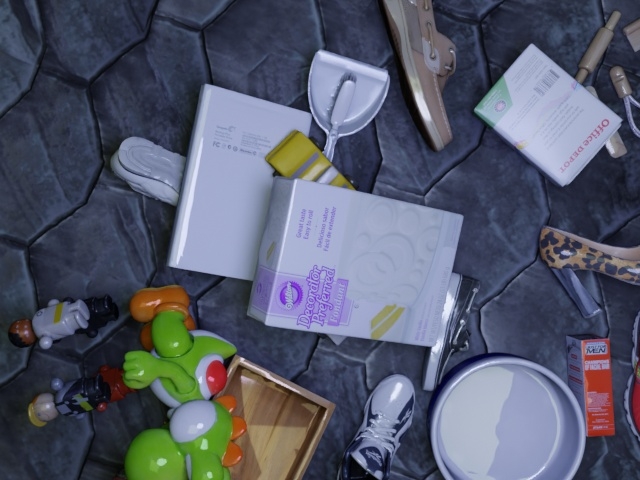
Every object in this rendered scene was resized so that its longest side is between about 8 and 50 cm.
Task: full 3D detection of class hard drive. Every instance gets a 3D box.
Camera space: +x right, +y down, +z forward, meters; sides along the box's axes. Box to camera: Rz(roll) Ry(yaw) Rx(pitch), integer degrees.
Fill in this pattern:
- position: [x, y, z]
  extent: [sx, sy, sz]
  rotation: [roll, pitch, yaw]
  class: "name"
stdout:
- position: [-0.142, -0.094, 1.418]
  extent: [0.210, 0.040, 0.319]
  rotation: [12, 89, -27]
  class: "hard drive"

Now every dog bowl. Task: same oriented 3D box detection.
- position: [0.323, 0.333, 1.410]
  extent: [0.264, 0.104, 0.265]
  rotation: [0, 89, 1]
  class: "dog bowl"

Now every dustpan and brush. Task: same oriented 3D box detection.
- position: [0.031, -0.221, 1.445]
  extent: [0.147, 0.060, 0.211]
  rotation: [15, 110, -12]
  class: "dustpan and brush"

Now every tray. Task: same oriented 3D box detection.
- position: [-0.155, 0.428, 1.393]
  extent: [0.202, 0.076, 0.411]
  rotation: [28, 80, -7]
  class: "tray"

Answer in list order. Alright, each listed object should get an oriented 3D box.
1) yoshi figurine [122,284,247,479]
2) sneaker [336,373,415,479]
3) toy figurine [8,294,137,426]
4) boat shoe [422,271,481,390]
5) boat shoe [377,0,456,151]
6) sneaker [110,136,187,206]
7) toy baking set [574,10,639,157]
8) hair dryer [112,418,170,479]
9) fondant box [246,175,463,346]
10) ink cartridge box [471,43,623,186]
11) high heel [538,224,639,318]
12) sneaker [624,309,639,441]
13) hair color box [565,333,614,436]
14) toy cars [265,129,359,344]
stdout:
- position: [-0.259, 0.267, 1.309]
  extent: [0.203, 0.203, 0.362]
  rotation: [-46, 47, 29]
  class: "yoshi figurine"
- position: [0.101, 0.351, 1.389]
  extent: [0.094, 0.153, 0.235]
  rotation: [33, 90, 0]
  class: "sneaker"
- position: [-0.431, 0.204, 1.375]
  extent: [0.148, 0.209, 0.213]
  rotation: [-18, 88, 6]
  class: "toy figurine"
- position: [0.236, 0.169, 1.429]
  extent: [0.070, 0.078, 0.219]
  rotation: [16, 87, 2]
  class: "boat shoe"
- position: [0.190, -0.330, 1.419]
  extent: [0.110, 0.121, 0.341]
  rotation: [-16, 87, 1]
  class: "boat shoe"
- position: [-0.267, -0.102, 1.446]
  extent: [0.235, 0.095, 0.090]
  rotation: [32, 56, -16]
  class: "sneaker"
- position: [0.564, -0.291, 1.456]
  extent: [0.196, 0.030, 0.256]
  rotation: [34, 90, 1]
  class: "toy baking set"
- position: [-0.275, 0.482, 1.430]
  extent: [0.223, 0.080, 0.293]
  rotation: [41, 90, 1]
  class: "hair dryer"
- position: [0.062, 0.040, 1.343]
  extent: [0.330, 0.096, 0.238]
  rotation: [10, 93, -25]
  class: "fondant box"
- position: [0.400, -0.220, 1.420]
  extent: [0.212, 0.093, 0.154]
  rotation: [41, 98, 3]
  class: "ink cartridge box"
- position: [0.530, -0.002, 1.416]
  extent: [0.261, 0.093, 0.186]
  rotation: [-34, 95, 9]
  class: "high heel"
- position: [0.603, 0.246, 1.400]
  extent: [0.107, 0.118, 0.279]
  rotation: [-3, 89, 2]
  class: "sneaker"
- position: [0.479, 0.254, 1.415]
  extent: [0.053, 0.093, 0.167]
  rotation: [-4, 89, 0]
  class: "hair color box"
- position: [0.000, 0.000, 1.405]
  extent: [0.176, 0.087, 0.394]
  rotation: [-3, 95, -11]
  class: "toy cars"
